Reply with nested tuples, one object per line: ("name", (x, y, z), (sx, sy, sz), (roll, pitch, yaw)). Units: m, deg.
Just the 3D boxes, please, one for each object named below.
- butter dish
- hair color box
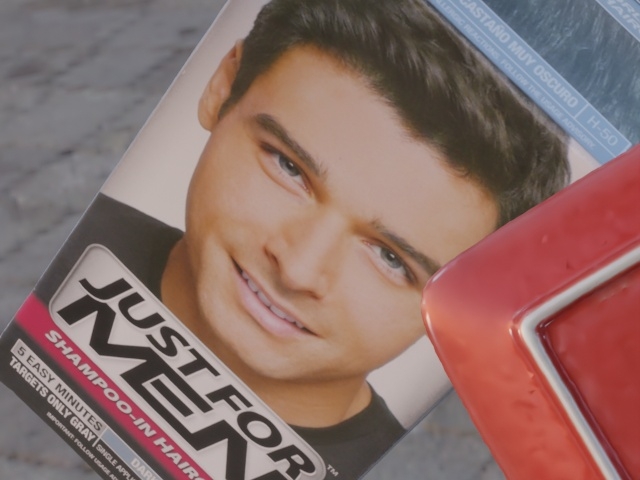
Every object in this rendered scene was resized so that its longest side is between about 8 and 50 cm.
("butter dish", (0.139, 0.046, 0.701), (0.160, 0.160, 0.118), (-31, -6, 6))
("hair color box", (0.000, 0.000, 0.925), (0.113, 0.185, 0.374), (-42, -5, -46))
